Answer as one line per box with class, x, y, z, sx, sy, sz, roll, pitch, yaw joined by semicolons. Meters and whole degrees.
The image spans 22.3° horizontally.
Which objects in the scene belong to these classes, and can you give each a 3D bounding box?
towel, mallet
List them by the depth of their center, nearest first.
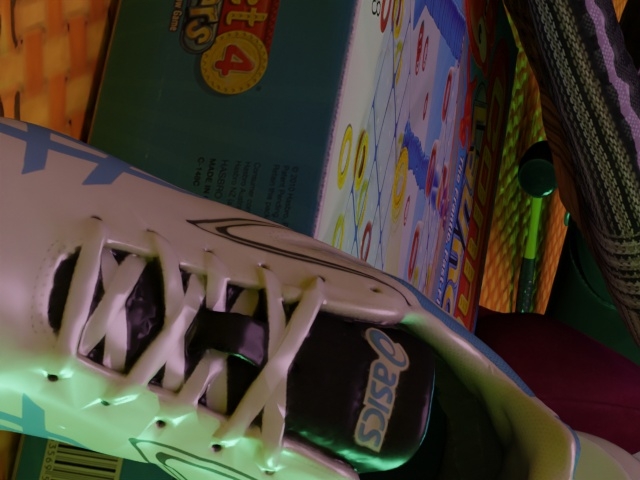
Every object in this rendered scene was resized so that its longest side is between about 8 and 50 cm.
towel;0.116;-0.116;0.840;0.324;0.056;0.312;-88;156;-67
mallet;0.186;0.003;1.422;0.062;0.039;0.189;-60;157;-59

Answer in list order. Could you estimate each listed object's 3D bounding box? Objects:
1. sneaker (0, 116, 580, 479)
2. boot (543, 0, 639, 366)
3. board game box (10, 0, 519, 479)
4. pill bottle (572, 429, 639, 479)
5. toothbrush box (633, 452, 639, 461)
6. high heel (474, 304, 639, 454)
sneaker;-0.027;0.026;0.421;0.237;0.086;0.085;24;71;-35
boot;0.265;0.033;1.365;0.445;0.146;0.367;85;10;-73
board game box;0.000;0.000;0.660;0.302;0.086;0.308;48;50;-69
pill bottle;0.101;0.147;0.699;0.208;0.118;0.117;57;42;-65
toothbrush box;0.186;0.268;0.921;0.206;0.283;0.122;-17;142;-32
high heel;0.124;0.101;0.961;0.377;0.181;0.127;4;93;-74
